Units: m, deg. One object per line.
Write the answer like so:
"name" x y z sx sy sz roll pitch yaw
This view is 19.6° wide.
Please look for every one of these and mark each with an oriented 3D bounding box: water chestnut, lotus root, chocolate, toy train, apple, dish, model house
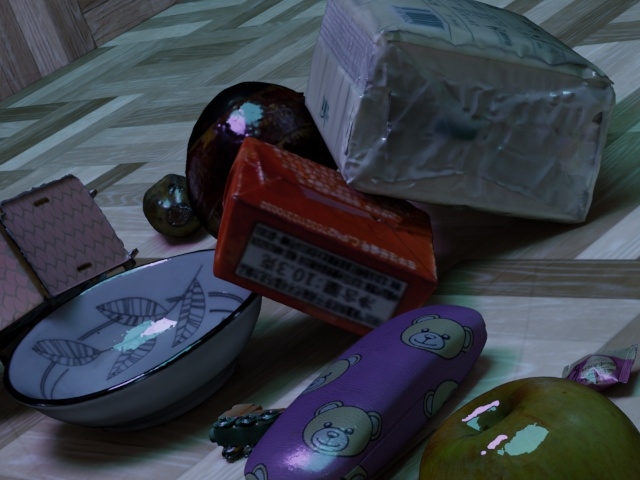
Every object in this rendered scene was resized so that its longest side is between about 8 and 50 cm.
"water chestnut" -0.069 -0.087 2.406 0.224 0.238 0.223 -43 -15 -15
"lotus root" -0.203 -0.048 2.595 0.089 0.080 0.179 -37 15 -4
"chocolate" 0.000 0.000 2.008 0.235 0.237 0.108 -91 26 -71
"toy train" -0.058 0.184 1.828 0.103 0.044 0.064 -9 11 34
"apple" 0.166 0.190 1.380 0.182 0.155 0.182 -34 14 9
"dish" -0.188 0.128 2.038 0.316 0.106 0.316 -19 21 8
"model house" -0.357 0.046 2.222 0.326 0.169 0.244 -29 -6 -21

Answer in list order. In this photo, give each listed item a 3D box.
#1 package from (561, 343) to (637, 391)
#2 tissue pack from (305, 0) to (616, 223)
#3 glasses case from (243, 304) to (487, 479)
"package" 0.247 0.121 1.677 0.083 0.029 0.059 -22 22 34
"tissue pack" 0.154 -0.171 2.188 0.297 0.207 0.380 11 15 -9
"glasses case" 0.047 0.151 1.741 0.123 0.076 0.316 -7 23 39
